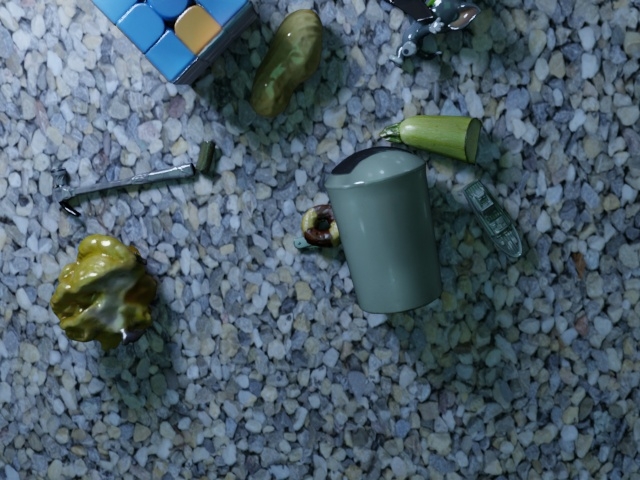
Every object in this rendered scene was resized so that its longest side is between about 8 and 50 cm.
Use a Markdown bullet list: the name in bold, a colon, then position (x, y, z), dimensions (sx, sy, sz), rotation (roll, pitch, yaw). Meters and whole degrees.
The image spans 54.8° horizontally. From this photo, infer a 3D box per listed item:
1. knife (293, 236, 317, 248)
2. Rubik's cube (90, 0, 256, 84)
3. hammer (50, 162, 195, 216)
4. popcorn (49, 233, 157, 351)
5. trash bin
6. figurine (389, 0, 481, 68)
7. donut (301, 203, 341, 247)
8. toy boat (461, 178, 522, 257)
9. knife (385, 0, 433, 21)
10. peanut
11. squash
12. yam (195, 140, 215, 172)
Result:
- **knife**: position (0.000, 0.000, 1.839), dimensions (0.162, 0.023, 0.044), rotation (-10, 95, 3)
- **Rubik's cube**: position (-0.368, -0.609, 1.612), dimensions (0.290, 0.291, 0.291), rotation (-44, 101, 7)
- **hammer**: position (-0.581, -0.180, 1.822), dimensions (0.426, 0.044, 0.152), rotation (-13, 99, 3)
- **popcorn**: position (-0.615, 0.156, 1.788), dimensions (0.297, 0.281, 0.316), rotation (39, 67, -39)
- **trash bin**: position (0.179, -0.042, 1.700), dimensions (0.280, 0.280, 0.432), rotation (-12, 103, 4)
- **figurine**: position (0.300, -0.577, 1.678), dimensions (0.140, 0.193, 0.265), rotation (11, 121, -26)
- **donut**: position (0.011, -0.043, 1.803), dimensions (0.140, 0.059, 0.140), rotation (0, 79, 3)
- **toy boat**: position (0.503, -0.058, 1.783), dimensions (0.078, 0.085, 0.260), rotation (-35, 96, 6)
- **knife**: position (0.226, -0.646, 1.662), dimensions (0.060, 0.028, 0.230), rotation (-49, 55, 10)
- **peanut**: position (-0.087, -0.487, 1.711), dimensions (0.147, 0.147, 0.319), rotation (29, 96, -3)
- **squash**: position (0.314, -0.306, 1.733), dimensions (0.287, 0.137, 0.137), rotation (13, 99, 2)
- **yam**: position (-0.336, -0.245, 1.804), dimensions (0.043, 0.043, 0.094), rotation (16, 98, -1)
